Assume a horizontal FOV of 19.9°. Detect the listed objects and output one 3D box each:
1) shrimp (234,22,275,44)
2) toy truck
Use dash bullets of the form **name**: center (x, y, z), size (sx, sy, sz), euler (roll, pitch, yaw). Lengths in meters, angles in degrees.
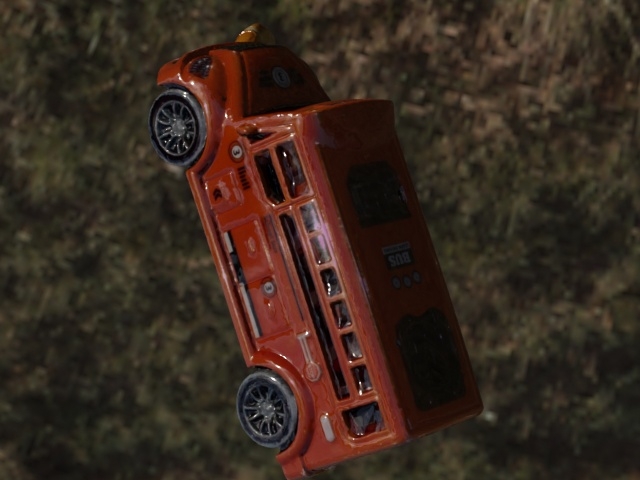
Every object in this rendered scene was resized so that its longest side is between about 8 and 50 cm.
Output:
- **shrimp**: center (-0.056, -0.083, 1.196), size (0.025, 0.127, 0.091), euler (18, 144, 17)
- **toy truck**: center (0.000, 0.000, 1.037), size (0.114, 0.253, 0.107), euler (-20, 176, 40)
